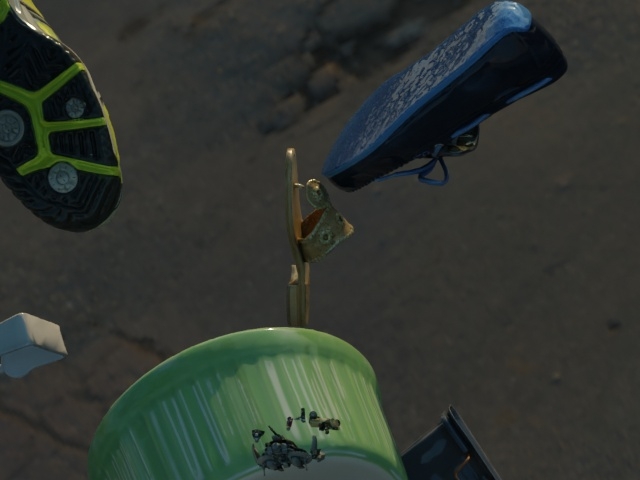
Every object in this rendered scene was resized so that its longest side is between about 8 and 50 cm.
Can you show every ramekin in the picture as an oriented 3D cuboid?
[{"bbox_3d":[-0.060,0.241,1.613,0.303,0.303,0.148,-29,48,2],"label":"ramekin"}]

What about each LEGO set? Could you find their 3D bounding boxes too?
[{"bbox_3d":[-0.020,0.139,1.112,0.054,0.083,0.023,9,58,-8],"label":"LEGO set"}]

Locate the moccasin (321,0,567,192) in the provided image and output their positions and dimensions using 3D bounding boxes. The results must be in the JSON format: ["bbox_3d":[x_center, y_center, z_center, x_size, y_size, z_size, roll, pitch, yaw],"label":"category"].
[{"bbox_3d":[0.135,-0.132,1.894,0.342,0.117,0.138,-32,31,45],"label":"moccasin"}]

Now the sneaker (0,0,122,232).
[{"bbox_3d":[-0.318,-0.182,1.808,0.145,0.147,0.384,-32,82,9],"label":"sneaker"}]

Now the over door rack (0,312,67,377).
[{"bbox_3d":[-0.313,0.027,1.096,0.324,0.108,0.239,-27,74,22],"label":"over door rack"}]

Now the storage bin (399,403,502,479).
[{"bbox_3d":[0.134,0.251,1.724,0.091,0.098,0.135,-35,85,4],"label":"storage bin"}]

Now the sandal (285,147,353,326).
[{"bbox_3d":[0.001,-0.003,2.005,0.079,0.240,0.088,2,30,4],"label":"sandal"}]
